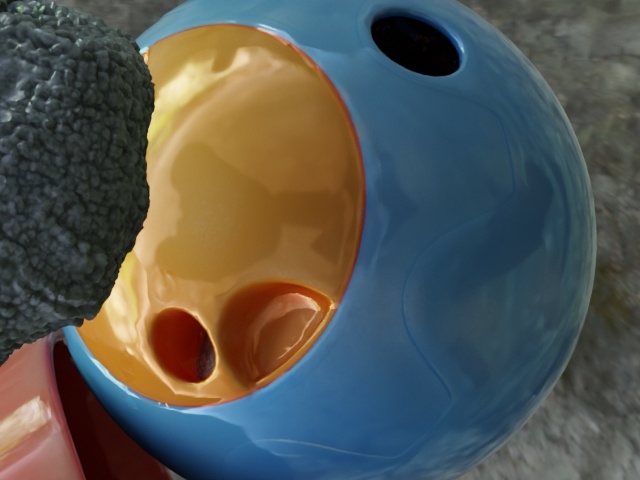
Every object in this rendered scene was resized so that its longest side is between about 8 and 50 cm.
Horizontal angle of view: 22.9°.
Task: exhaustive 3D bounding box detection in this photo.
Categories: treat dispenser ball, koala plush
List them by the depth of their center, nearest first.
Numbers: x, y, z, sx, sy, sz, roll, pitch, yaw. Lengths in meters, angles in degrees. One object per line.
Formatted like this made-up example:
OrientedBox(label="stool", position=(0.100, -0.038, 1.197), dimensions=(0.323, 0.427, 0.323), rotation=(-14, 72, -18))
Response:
OrientedBox(label="koala plush", position=(-0.187, -0.055, 0.532), dimensions=(0.221, 0.203, 0.196), rotation=(34, -101, -42))
OrientedBox(label="treat dispenser ball", position=(0.000, 0.000, 0.837), dimensions=(0.288, 0.288, 0.288), rotation=(0, -82, 0))

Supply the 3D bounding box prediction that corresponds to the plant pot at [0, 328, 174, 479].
OrientedBox(label="plant pot", position=(-0.191, 0.220, 0.859), dimensions=(0.243, 0.275, 0.275), rotation=(-26, -83, 0))
